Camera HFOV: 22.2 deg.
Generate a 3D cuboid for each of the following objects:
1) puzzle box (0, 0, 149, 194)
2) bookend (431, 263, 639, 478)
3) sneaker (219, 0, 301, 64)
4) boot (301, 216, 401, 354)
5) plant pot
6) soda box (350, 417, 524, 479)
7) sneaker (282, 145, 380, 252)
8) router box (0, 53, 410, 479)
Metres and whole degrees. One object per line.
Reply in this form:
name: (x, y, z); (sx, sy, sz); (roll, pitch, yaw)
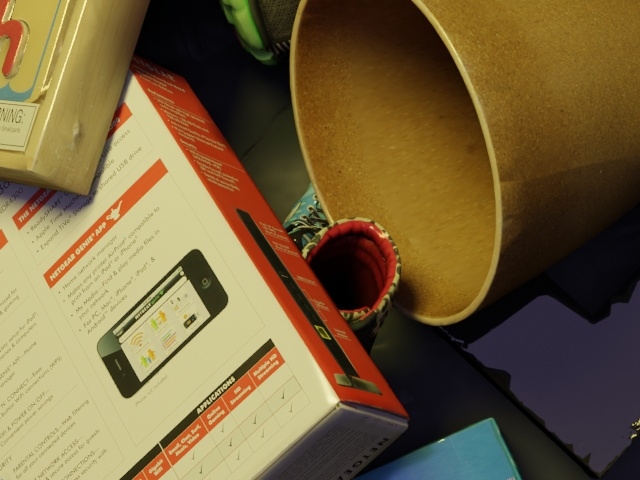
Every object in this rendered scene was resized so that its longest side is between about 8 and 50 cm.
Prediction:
puzzle box: (-0.269, -0.188, 1.103); (0.409, 0.052, 0.272); (10, 79, 39)
bookend: (0.185, 0.055, 1.127); (0.157, 0.072, 0.156); (42, 88, 9)
sneaker: (0.049, -0.350, 1.135); (0.202, 0.185, 0.483); (19, 86, 11)
boot: (-0.031, 0.107, 1.041); (0.085, 0.179, 0.236); (28, 48, 6)
plant pot: (0.146, -0.095, 1.076); (0.254, 0.237, 0.237); (-19, 80, -27)
soda box: (0.039, 0.196, 1.126); (0.210, 0.067, 0.071); (-24, 81, 2)
sneaker: (0.000, 0.000, 1.151); (0.063, 0.073, 0.162); (29, 86, 8)
router box: (-0.153, 0.098, 1.014); (0.335, 0.082, 0.301); (-43, 58, 16)
